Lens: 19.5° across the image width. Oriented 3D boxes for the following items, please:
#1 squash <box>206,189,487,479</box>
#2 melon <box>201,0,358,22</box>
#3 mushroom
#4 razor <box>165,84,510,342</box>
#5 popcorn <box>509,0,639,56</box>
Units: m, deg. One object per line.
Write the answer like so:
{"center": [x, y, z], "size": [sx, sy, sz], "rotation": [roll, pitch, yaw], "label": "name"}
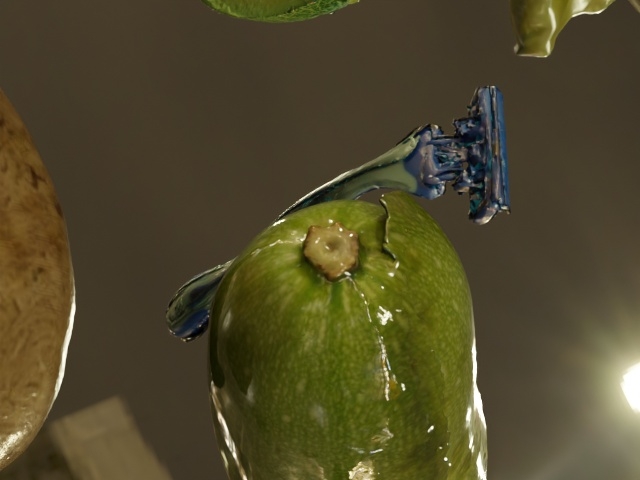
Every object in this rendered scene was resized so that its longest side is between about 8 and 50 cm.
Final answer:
{"center": [0.015, 0.071, 0.632], "size": [0.094, 0.094, 0.341], "rotation": [61, -5, 18], "label": "squash"}
{"center": [-0.015, -0.241, 1.571], "size": [0.209, 0.064, 0.118], "rotation": [-3, -98, 36], "label": "melon"}
{"center": [-0.144, 0.006, 0.733], "size": [0.072, 0.094, 0.209], "rotation": [-10, -105, 38], "label": "mushroom"}
{"center": [-0.009, -0.005, 1.250], "size": [0.324, 0.056, 0.093], "rotation": [-29, -133, 39], "label": "razor"}
{"center": [0.280, -0.240, 1.354], "size": [0.321, 0.326, 0.290], "rotation": [-64, 137, -63], "label": "popcorn"}
